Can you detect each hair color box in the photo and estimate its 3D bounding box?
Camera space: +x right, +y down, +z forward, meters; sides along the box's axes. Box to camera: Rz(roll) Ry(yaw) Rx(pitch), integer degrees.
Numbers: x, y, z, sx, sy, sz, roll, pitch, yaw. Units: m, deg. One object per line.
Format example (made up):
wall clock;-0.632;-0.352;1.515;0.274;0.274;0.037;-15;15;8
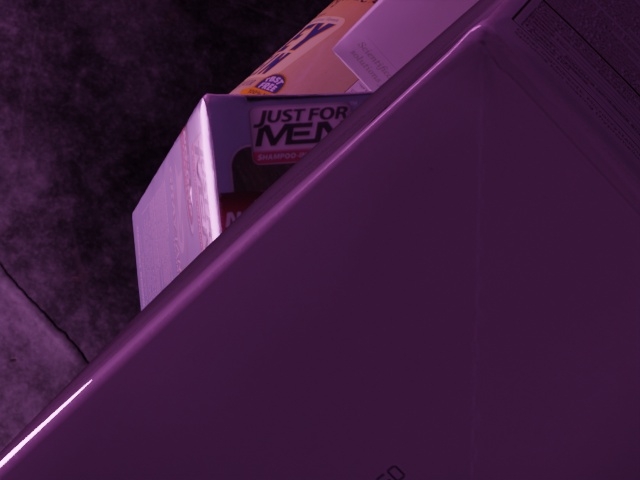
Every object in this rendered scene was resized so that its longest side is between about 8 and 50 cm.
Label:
hair color box;0.000;0.000;1.166;0.185;0.114;0.374;-4;-8;-12

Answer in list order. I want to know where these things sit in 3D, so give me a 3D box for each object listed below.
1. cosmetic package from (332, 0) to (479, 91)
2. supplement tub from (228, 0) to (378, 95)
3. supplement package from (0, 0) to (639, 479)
cosmetic package;0.182;-0.178;1.479;0.155;0.197;0.365;-41;2;34
supplement tub;0.058;-0.102;1.711;0.316;0.228;0.228;-44;3;-21
supplement package;0.040;0.040;0.486;0.194;0.149;0.203;-41;3;24
